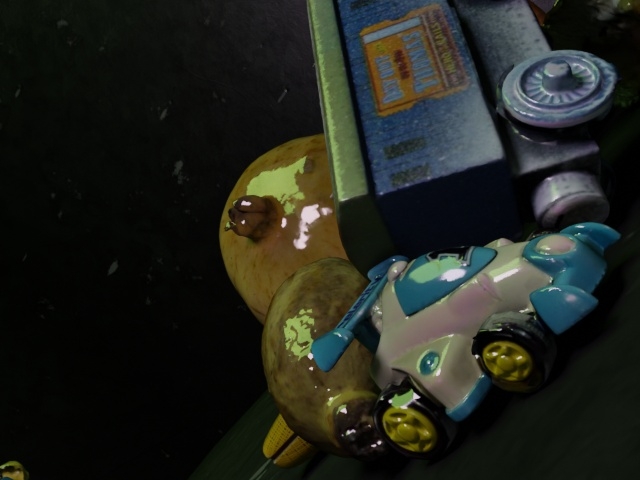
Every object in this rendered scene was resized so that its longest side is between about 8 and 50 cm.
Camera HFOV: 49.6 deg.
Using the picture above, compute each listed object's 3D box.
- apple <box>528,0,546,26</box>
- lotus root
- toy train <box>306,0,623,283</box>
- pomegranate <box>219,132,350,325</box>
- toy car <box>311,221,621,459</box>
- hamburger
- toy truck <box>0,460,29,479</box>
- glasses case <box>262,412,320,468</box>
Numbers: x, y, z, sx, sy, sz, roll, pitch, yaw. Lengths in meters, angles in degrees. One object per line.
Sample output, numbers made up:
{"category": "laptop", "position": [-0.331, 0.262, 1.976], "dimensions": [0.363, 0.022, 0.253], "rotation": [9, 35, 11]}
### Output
{"category": "apple", "position": [0.181, -0.157, 0.836], "dimensions": [0.301, 0.301, 0.301], "rotation": [-48, -3, -3]}
{"category": "lotus root", "position": [0.017, 0.090, 0.521], "dimensions": [0.138, 0.138, 0.214], "rotation": [-49, 8, 13]}
{"category": "toy train", "position": [0.095, -0.116, 0.528], "dimensions": [0.202, 0.131, 0.299], "rotation": [-15, 49, 11]}
{"category": "pomegranate", "position": [0.000, 0.000, 1.026], "dimensions": [0.342, 0.342, 0.342], "rotation": [-48, -3, -3]}
{"category": "toy car", "position": [0.077, 0.036, 0.394], "dimensions": [0.126, 0.098, 0.161], "rotation": [-48, -4, -44]}
{"category": "hamburger", "position": [0.305, -0.230, 0.561], "dimensions": [0.211, 0.132, 0.309], "rotation": [-51, -5, 6]}
{"category": "toy truck", "position": [-0.429, 0.448, 1.018], "dimensions": [0.161, 0.385, 0.162], "rotation": [115, 179, -78]}
{"category": "glasses case", "position": [0.030, 0.136, 0.694], "dimensions": [0.234, 0.064, 0.079], "rotation": [-49, -4, 7]}
